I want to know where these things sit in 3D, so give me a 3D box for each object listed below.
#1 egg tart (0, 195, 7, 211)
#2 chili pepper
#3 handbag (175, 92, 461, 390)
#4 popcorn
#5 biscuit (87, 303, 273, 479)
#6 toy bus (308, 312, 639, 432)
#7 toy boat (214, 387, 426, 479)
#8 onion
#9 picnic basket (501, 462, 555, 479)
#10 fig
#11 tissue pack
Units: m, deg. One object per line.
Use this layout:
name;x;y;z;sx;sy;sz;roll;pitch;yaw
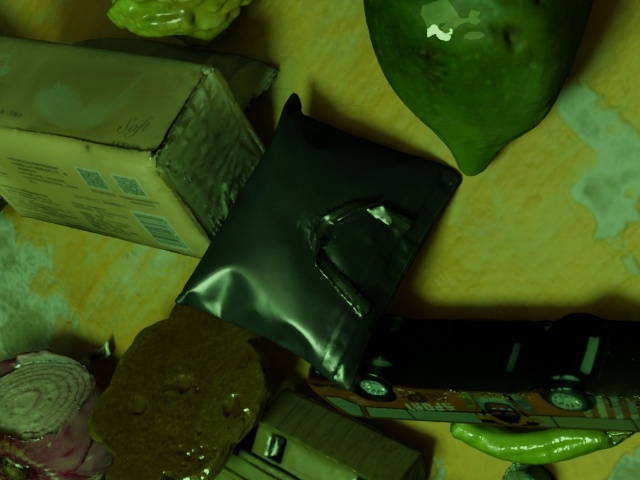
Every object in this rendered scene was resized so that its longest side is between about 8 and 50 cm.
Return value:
egg tart;-0.447;-0.128;1.478;0.294;0.123;0.294;13;107;48
chili pepper;0.218;0.202;1.190;0.208;0.043;0.049;2;67;30
handbag;0.000;0.000;1.199;0.211;0.089;0.254;27;83;14
popcorn;-0.144;-0.294;1.237;0.197;0.155;0.198;-7;81;45
biscuit;-0.151;0.177;1.328;0.208;0.041;0.290;14;67;36
toy bus;0.175;0.129;1.151;0.408;0.093;0.092;-2;143;35
toy boat;-0.010;0.263;1.306;0.445;0.136;0.162;19;102;30
onion;-0.346;0.246;1.504;0.207;0.200;0.201;-9;100;-1
picnic basket;0.208;0.267;1.201;0.065;0.083;0.083;17;150;23
fig;0.144;-0.159;1.062;0.206;0.206;0.275;24;136;27
tissue pack;-0.216;-0.134;1.299;0.305;0.238;0.239;12;109;28
